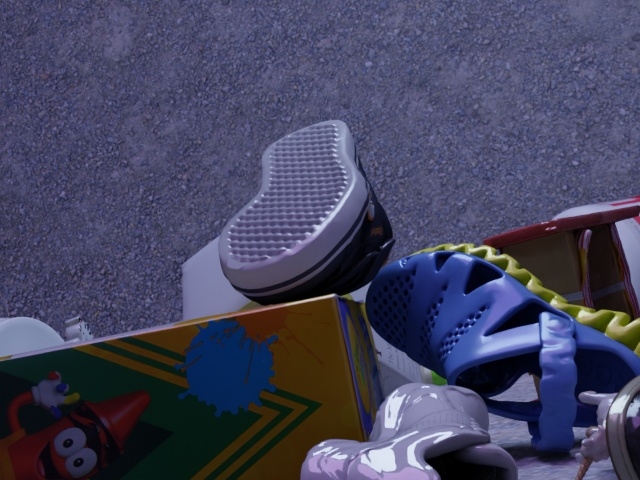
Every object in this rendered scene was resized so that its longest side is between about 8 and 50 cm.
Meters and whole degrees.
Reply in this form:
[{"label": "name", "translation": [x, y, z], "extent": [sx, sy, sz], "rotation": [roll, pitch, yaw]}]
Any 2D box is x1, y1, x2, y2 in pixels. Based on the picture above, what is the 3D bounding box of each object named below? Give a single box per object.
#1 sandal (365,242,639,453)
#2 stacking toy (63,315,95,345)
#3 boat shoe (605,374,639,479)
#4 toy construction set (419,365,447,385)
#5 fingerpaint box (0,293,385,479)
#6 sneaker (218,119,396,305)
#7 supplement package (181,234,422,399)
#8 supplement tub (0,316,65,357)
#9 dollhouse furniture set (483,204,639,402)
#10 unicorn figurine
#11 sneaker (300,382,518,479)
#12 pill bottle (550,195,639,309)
[{"label": "sandal", "translation": [0.154, 0.093, 1.184], "extent": [0.317, 0.126, 0.138], "rotation": [18, 33, 42]}, {"label": "stacking toy", "translation": [-0.294, 0.189, 1.492], "extent": [0.167, 0.221, 0.052], "rotation": [-19, 38, 9]}, {"label": "boat shoe", "translation": [0.259, 0.109, 0.838], "extent": [0.224, 0.080, 0.073], "rotation": [-2, -14, -46]}, {"label": "toy construction set", "translation": [0.037, 0.173, 1.749], "extent": [0.328, 0.151, 0.215], "rotation": [-22, -3, -2]}, {"label": "fingerpaint box", "translation": [-0.134, 0.159, 1.174], "extent": [0.371, 0.163, 0.445], "rotation": [-11, -4, 3]}, {"label": "sneaker", "translation": [0.000, 0.000, 1.191], "extent": [0.126, 0.127, 0.321], "rotation": [-16, 19, 14]}, {"label": "supplement package", "translation": [-0.021, 0.096, 1.506], "extent": [0.134, 0.139, 0.244], "rotation": [-36, -52, 27]}, {"label": "supplement tub", "translation": [-0.484, 0.220, 1.714], "extent": [0.325, 0.235, 0.235], "rotation": [-13, -3, 28]}, {"label": "dollhouse furniture set", "translation": [0.361, 0.054, 1.370], "extent": [0.152, 0.201, 0.374], "rotation": [-9, -4, -42]}, {"label": "unicorn figurine", "translation": [0.225, 0.131, 0.956], "extent": [0.162, 0.060, 0.111], "rotation": [-11, -3, -9]}, {"label": "sneaker", "translation": [0.082, 0.152, 0.898], "extent": [0.115, 0.090, 0.232], "rotation": [-5, 9, 26]}, {"label": "pill bottle", "translation": [0.538, 0.037, 2.012], "extent": [0.408, 0.229, 0.229], "rotation": [-9, -3, -28]}]
